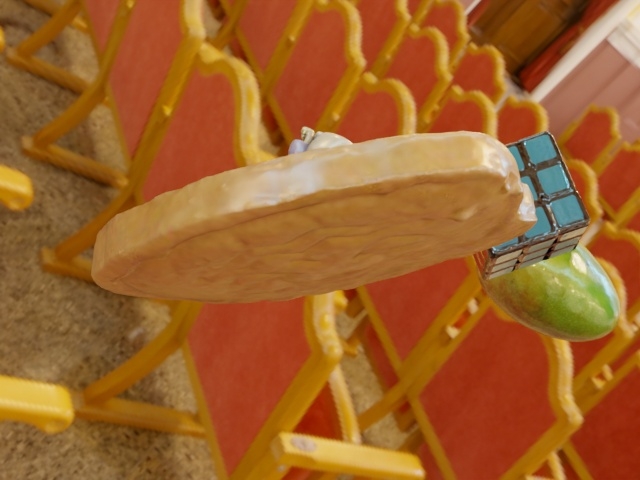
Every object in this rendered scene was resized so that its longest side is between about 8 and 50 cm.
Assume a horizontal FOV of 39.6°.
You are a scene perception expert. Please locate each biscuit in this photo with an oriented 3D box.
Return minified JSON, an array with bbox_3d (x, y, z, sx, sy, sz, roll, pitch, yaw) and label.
[{"bbox_3d":[0.000,0.002,0.822,0.365,0.385,0.062,23,55,-66],"label":"biscuit"}]

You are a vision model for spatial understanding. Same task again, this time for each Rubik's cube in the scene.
[{"bbox_3d":[0.303,-0.050,1.377,0.163,0.162,0.161,63,7,-73],"label":"Rubik's cube"}]

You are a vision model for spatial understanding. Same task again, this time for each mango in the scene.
[{"bbox_3d":[0.451,0.084,1.738,0.382,0.201,0.225,29,-7,-37],"label":"mango"}]

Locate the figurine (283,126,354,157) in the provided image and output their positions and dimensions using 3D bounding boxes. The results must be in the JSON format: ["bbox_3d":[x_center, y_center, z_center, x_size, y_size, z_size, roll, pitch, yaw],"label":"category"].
[{"bbox_3d":[-0.027,-0.063,1.459,0.155,0.127,0.236,35,67,-3],"label":"figurine"}]
